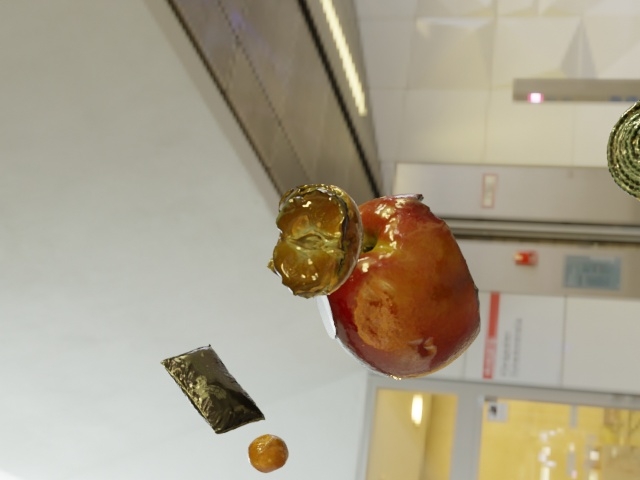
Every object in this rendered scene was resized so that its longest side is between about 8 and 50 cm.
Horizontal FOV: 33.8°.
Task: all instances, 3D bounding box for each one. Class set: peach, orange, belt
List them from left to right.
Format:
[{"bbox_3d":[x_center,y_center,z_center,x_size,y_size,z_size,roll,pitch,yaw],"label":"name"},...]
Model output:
[{"bbox_3d":[-0.102,0.414,2.041,0.083,0.083,0.070,-41,-66,-70],"label":"orange"},{"bbox_3d":[0.000,0.000,1.519,0.112,0.170,0.160,-9,-112,-46],"label":"orange"},{"bbox_3d":[0.148,0.106,2.213,0.335,0.310,0.405,52,164,49],"label":"peach"},{"bbox_3d":[0.646,-0.146,1.832,0.160,0.295,0.206,23,-90,-42],"label":"belt"}]

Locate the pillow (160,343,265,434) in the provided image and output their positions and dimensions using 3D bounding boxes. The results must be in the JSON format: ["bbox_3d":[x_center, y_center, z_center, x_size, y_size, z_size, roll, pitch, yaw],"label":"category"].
[{"bbox_3d":[-0.214,0.295,2.090,0.141,0.208,0.055,-9,-43,-47],"label":"pillow"}]
